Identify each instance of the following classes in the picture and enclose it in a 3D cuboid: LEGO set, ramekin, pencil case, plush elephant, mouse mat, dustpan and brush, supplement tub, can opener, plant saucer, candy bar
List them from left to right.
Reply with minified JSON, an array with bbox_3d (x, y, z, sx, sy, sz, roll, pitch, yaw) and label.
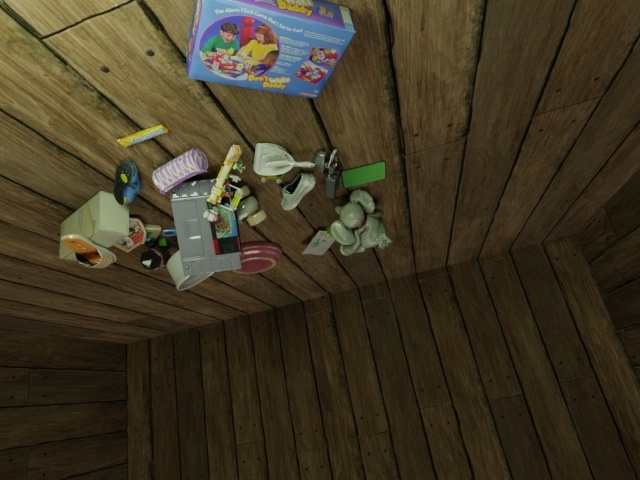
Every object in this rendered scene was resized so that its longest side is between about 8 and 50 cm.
[{"bbox_3d":[-0.531,-0.316,1.251,0.161,0.018,0.040,-14,159,10],"label":"candy bar"},{"bbox_3d":[-0.769,0.081,1.959,0.105,0.106,0.198,-10,-176,-4],"label":"supplement tub"},{"bbox_3d":[-0.473,-0.232,1.396,0.205,0.088,0.086,-23,158,25],"label":"pencil case"},{"bbox_3d":[-0.600,0.107,2.002,0.277,0.135,0.277,-36,174,-4],"label":"ramekin"},{"bbox_3d":[-0.313,-0.198,1.459,0.106,0.132,0.287,24,109,-17],"label":"LEGO set"},{"bbox_3d":[-0.375,0.106,2.311,0.331,0.084,0.332,-10,159,-4],"label":"plant saucer"},{"bbox_3d":[-0.124,-0.279,1.474,0.210,0.061,0.147,-8,150,-19],"label":"dustpan and brush"},{"bbox_3d":[0.026,-0.264,1.626,0.094,0.076,0.283,21,160,7],"label":"can opener"},{"bbox_3d":[0.166,-0.083,1.920,0.272,0.255,0.330,-49,-161,-7],"label":"plush elephant"},{"bbox_3d":[0.182,-0.273,1.736,0.189,0.007,0.153,-14,159,4],"label":"mouse mat"}]

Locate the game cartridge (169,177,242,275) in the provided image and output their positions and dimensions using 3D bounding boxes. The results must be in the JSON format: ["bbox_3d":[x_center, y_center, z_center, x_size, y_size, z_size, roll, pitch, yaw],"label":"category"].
[{"bbox_3d":[-0.424,-0.052,1.561,0.229,0.356,0.068,-7,-166,-5],"label":"game cartridge"}]

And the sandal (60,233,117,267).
[{"bbox_3d":[-0.852,0.058,1.520,0.101,0.076,0.265,-11,158,2],"label":"sandal"}]

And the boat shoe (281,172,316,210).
[{"bbox_3d":[-0.110,-0.203,1.685,0.081,0.080,0.227,15,143,-32],"label":"boat shoe"}]

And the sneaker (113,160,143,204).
[{"bbox_3d":[-0.651,-0.206,1.428,0.082,0.069,0.209,-37,171,-44],"label":"sneaker"}]

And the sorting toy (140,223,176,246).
[{"bbox_3d":[-0.815,-0.012,1.836,0.347,0.047,0.196,3,155,-32],"label":"sorting toy"}]

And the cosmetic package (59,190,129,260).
[{"bbox_3d":[-0.861,-0.045,1.578,0.309,0.161,0.113,-26,154,31],"label":"cosmetic package"}]

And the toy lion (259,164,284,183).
[{"bbox_3d":[-0.181,-0.258,1.563,0.100,0.034,0.096,1,148,-29],"label":"toy lion"}]

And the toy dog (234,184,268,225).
[{"bbox_3d":[-0.368,-0.104,1.687,0.332,0.221,0.161,-7,-168,10],"label":"toy dog"}]

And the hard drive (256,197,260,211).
[{"bbox_3d":[-0.331,-0.142,1.785,0.135,0.022,0.094,-9,159,-4],"label":"hard drive"}]

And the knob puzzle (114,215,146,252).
[{"bbox_3d":[-0.815,-0.032,1.725,0.212,0.030,0.213,-6,136,-6],"label":"knob puzzle"}]

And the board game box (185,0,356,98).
[{"bbox_3d":[-0.123,-0.468,0.987,0.346,0.078,0.233,0,156,-27],"label":"board game box"}]

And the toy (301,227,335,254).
[{"bbox_3d":[0.000,0.000,2.270,0.136,0.056,0.237,5,149,-28],"label":"toy"}]
